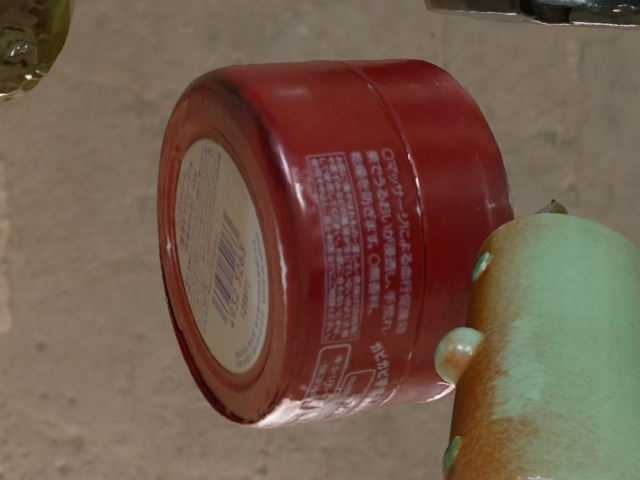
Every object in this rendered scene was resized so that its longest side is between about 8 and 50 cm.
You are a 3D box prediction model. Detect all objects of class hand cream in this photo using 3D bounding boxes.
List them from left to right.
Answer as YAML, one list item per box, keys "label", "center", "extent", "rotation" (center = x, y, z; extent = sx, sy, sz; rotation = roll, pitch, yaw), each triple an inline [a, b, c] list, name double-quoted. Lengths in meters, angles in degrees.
- label: "hand cream"
  center: [0.000, 0.000, 0.826]
  extent: [0.230, 0.149, 0.230]
  rotation: [27, 121, 56]

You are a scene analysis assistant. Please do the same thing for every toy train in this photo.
- label: "toy train"
  center: [0.132, 0.084, 0.601]
  extent: [0.177, 0.285, 0.116]
  rotation: [25, 118, -2]

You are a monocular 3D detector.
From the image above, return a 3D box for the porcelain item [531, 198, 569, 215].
- label: "porcelain item"
  center: [0.296, 0.009, 2.131]
  extent: [0.054, 0.084, 0.213]
  rotation: [46, 131, -16]

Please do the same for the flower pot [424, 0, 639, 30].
- label: "flower pot"
  center: [0.209, -0.310, 1.155]
  extent: [0.379, 0.379, 0.251]
  rotation: [7, 99, 23]

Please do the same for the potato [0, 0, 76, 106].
- label: "potato"
  center: [-0.195, -0.200, 0.617]
  extent: [0.191, 0.141, 0.296]
  rotation: [-16, 90, 30]
